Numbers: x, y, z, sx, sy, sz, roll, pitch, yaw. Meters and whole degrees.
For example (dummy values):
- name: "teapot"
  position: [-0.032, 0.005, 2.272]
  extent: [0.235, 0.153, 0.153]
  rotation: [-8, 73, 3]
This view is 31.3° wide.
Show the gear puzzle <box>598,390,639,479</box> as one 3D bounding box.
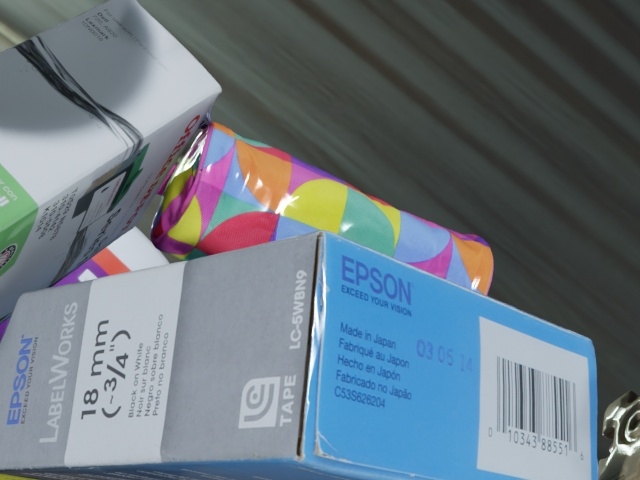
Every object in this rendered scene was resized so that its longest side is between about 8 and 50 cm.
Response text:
- name: "gear puzzle"
  position: [0.222, 0.190, 0.661]
  extent: [0.175, 0.044, 0.339]
  rotation: [-48, 13, 41]

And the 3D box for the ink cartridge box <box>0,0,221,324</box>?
- name: "ink cartridge box"
  position: [-0.177, -0.032, 0.668]
  extent: [0.219, 0.092, 0.160]
  rotation: [-42, -5, -46]

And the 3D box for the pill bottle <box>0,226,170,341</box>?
- name: "pill bottle"
  position: [-0.298, 0.097, 1.055]
  extent: [0.323, 0.181, 0.181]
  rotation: [-49, 10, -13]

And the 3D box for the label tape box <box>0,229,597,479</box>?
- name: "label tape box"
  position: [-0.050, 0.097, 0.650]
  extent: [0.333, 0.240, 0.106]
  rotation: [-12, 67, 40]

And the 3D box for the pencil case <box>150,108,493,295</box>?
- name: "pencil case"
  position: [0.000, 0.000, 0.776]
  extent: [0.104, 0.236, 0.104]
  rotation: [-56, 19, 31]
